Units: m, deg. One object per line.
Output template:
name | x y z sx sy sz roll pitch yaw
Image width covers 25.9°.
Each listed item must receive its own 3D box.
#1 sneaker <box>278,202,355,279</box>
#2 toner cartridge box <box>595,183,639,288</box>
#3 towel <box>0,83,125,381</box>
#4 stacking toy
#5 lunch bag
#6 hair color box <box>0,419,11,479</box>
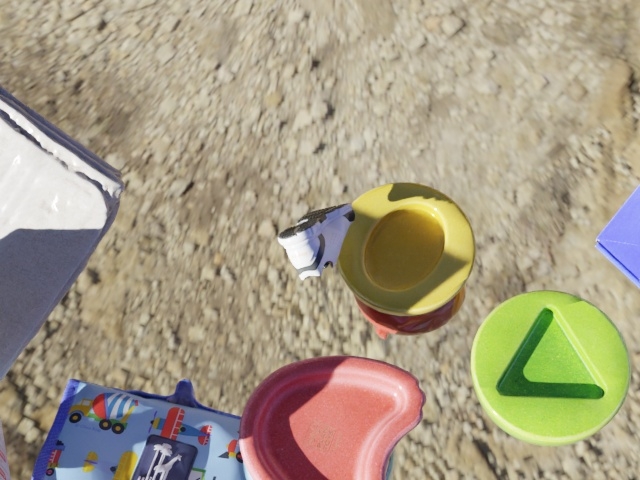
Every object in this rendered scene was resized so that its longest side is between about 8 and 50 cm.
sneaker | 0.000 0.000 1.121 0.040 0.109 0.044 -16 100 29
toner cartridge box | 0.380 -0.076 1.043 0.348 0.075 0.165 -53 54 17
towel | -0.310 0.006 1.216 0.187 0.049 0.282 37 105 -4
stacking toy | 0.094 0.140 1.188 0.279 0.130 0.309 28 70 11
lunch bag | -0.148 0.263 1.226 0.220 0.138 0.293 11 61 4
hair color box | -0.270 0.146 1.025 0.053 0.167 0.093 -21 141 -2
